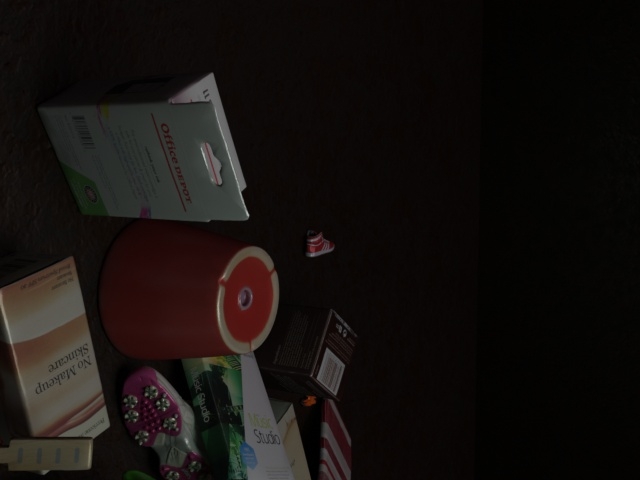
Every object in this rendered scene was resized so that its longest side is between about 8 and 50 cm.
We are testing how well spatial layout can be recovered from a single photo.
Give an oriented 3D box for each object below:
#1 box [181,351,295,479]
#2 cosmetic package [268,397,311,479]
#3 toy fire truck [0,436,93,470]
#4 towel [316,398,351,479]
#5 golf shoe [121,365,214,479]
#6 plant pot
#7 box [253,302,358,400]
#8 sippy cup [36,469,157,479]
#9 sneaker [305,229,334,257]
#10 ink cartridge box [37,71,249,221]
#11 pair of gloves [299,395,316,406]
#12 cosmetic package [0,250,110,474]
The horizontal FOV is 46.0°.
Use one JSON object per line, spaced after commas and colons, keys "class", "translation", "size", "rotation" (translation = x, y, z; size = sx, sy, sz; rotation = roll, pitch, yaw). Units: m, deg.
{"class": "box", "translation": [-0.170, 0.361, 1.546], "size": [0.232, 0.058, 0.322], "rotation": [32, 31, -60]}
{"class": "cosmetic package", "translation": [-0.118, 0.541, 1.776], "size": [0.160, 0.113, 0.309], "rotation": [-46, 133, -48]}
{"class": "toy fire truck", "translation": [-0.444, 0.331, 1.030], "size": [0.158, 0.246, 0.217], "rotation": [-30, 119, -55]}
{"class": "towel", "translation": [0.035, 0.599, 2.026], "size": [0.329, 0.037, 0.237], "rotation": [-86, 160, -52]}
{"class": "golf shoe", "translation": [-0.294, 0.350, 1.472], "size": [0.140, 0.115, 0.306], "rotation": [-90, 163, -60]}
{"class": "plant pot", "translation": [-0.228, 0.097, 1.390], "size": [0.275, 0.243, 0.275], "rotation": [-12, 104, -59]}
{"class": "box", "translation": [-0.049, 0.257, 1.765], "size": [0.168, 0.203, 0.167], "rotation": [51, 50, -51]}
{"class": "sippy cup", "translation": [-0.389, 0.479, 1.171], "size": [0.305, 0.224, 0.240], "rotation": [30, 68, -58]}
{"class": "sneaker", "translation": [0.000, 0.000, 1.983], "size": [0.118, 0.042, 0.067], "rotation": [-22, 116, -56]}
{"class": "ink cartridge box", "translation": [-0.254, -0.148, 1.196], "size": [0.119, 0.353, 0.207], "rotation": [-50, 135, -46]}
{"class": "pair of gloves", "translation": [-0.032, 0.402, 2.011], "size": [0.074, 0.010, 0.083], "rotation": [10, 82, -59]}
{"class": "cosmetic package", "translation": [-0.439, 0.179, 1.141], "size": [0.153, 0.129, 0.296], "rotation": [-37, 125, -55]}
